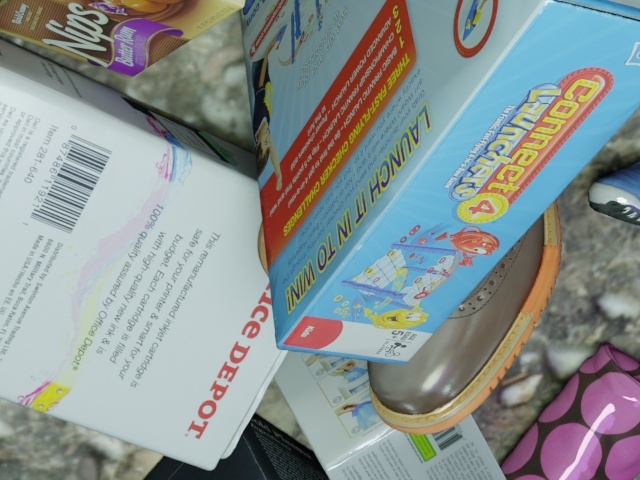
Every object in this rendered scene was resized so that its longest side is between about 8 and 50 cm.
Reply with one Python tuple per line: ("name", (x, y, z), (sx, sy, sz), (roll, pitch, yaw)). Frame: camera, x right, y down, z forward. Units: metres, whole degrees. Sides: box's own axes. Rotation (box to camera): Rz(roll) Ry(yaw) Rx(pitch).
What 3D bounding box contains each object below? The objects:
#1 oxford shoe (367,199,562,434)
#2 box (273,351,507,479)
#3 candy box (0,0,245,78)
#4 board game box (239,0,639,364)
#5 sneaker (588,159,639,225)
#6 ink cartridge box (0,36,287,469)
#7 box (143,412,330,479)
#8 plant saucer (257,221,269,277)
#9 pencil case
("oxford shoe", (0.086, -0.056, 1.006), (0.133, 0.130, 0.364), (39, 59, -46))
("box", (0.038, 0.121, 1.099), (0.103, 0.203, 0.114), (-31, 121, -3))
("candy box", (-0.127, -0.157, 0.934), (0.109, 0.186, 0.053), (17, 74, -25))
("board game box", (0.057, -0.136, 0.872), (0.086, 0.302, 0.308), (9, 143, -24))
("sneaker", (0.296, -0.059, 1.188), (0.211, 0.080, 0.081), (-11, 110, -25))
("ink cartridge box", (-0.154, 0.008, 1.032), (0.278, 0.117, 0.201), (24, 102, -26))
("box", (-0.080, 0.342, 1.094), (0.179, 0.312, 0.343), (38, 97, -29))
("plant saucer", (0.000, 0.000, 1.011), (0.083, 0.013, 0.083), (-8, 113, -19))
("pencil case", (0.207, 0.191, 1.255), (0.209, 0.095, 0.098), (-50, 134, 9))
